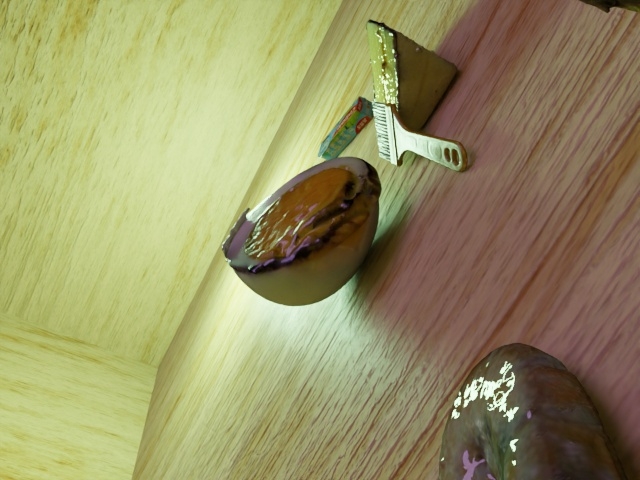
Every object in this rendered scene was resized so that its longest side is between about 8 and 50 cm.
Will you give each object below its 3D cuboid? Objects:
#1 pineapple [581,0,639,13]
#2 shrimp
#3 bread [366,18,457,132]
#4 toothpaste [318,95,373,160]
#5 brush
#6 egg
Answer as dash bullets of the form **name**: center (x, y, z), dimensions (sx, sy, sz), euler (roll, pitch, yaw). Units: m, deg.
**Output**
- **pineapple**: center (0.221, -0.270, 0.247), dimensions (0.352, 0.353, 0.300), euler (-106, 39, -66)
- **shrimp**: center (0.134, 0.197, 0.335), dimensions (0.317, 0.077, 0.168), euler (-83, 14, -58)
- **bread**: center (0.115, -0.273, 0.947), dimensions (0.178, 0.136, 0.240), euler (-60, 19, 21)
- **toothpaste**: center (0.057, -0.252, 1.264), dimensions (0.193, 0.044, 0.070), euler (-42, 29, 54)
- **brush**: center (0.142, -0.147, 0.800), dimensions (0.272, 0.014, 0.103), euler (-134, 30, -63)
- **egg**: center (-0.001, -0.002, 0.884), dimensions (0.286, 0.174, 0.264), euler (-32, 29, 18)
